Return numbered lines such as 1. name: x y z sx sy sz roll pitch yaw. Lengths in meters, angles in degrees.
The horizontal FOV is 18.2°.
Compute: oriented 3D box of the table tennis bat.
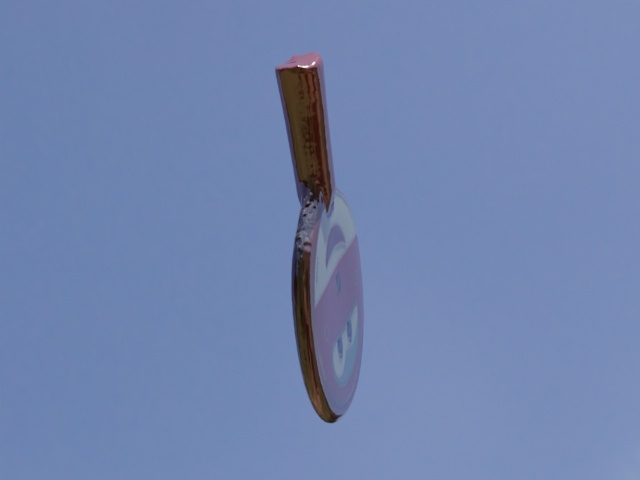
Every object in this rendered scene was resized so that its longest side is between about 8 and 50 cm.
1. table tennis bat: 0.000 0.000 0.818 0.019 0.098 0.155 -2 -71 15
